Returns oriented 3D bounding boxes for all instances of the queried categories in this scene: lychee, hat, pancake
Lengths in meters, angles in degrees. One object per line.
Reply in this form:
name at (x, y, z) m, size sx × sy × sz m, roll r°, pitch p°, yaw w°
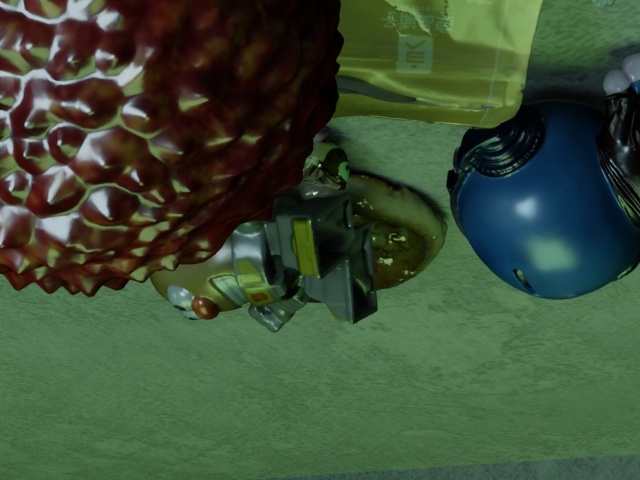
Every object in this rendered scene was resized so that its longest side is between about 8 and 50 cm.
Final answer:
lychee at (-0.174, -0.188, 1.361) m, size 0.500 × 0.424 × 0.424 m, roll -47°, pitch 147°, yaw 2°
hat at (-0.001, -0.102, 2.013) m, size 0.076 × 0.059 × 0.077 m, roll 5°, pitch 160°, yaw 41°
pancake at (0.000, -0.002, 2.259) m, size 0.356 × 0.065 × 0.356 m, roll 0°, pitch 155°, yaw 0°

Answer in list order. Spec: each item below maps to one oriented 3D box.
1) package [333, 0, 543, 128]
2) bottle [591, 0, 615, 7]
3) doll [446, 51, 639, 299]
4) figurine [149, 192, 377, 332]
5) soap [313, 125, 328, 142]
package at (0.049, -0.199, 1.616) m, size 0.311 × 0.165 × 0.221 m, roll 5°, pitch 158°, yaw -9°
bottle at (0.282, -0.281, 1.532) m, size 0.060 × 0.060 × 0.217 m, roll 3°, pitch 160°, yaw -2°
doll at (0.300, -0.062, 1.861) m, size 0.310 × 0.240 × 0.284 m, roll -17°, pitch 137°, yaw 29°
figurine at (-0.089, 0.020, 2.081) m, size 0.285 × 0.167 × 0.342 m, roll 2°, pitch 129°, yaw 25°
soap at (-0.103, -0.143, 1.906) m, size 0.203 × 0.065 × 0.122 m, roll -12°, pitch 154°, yaw 32°
